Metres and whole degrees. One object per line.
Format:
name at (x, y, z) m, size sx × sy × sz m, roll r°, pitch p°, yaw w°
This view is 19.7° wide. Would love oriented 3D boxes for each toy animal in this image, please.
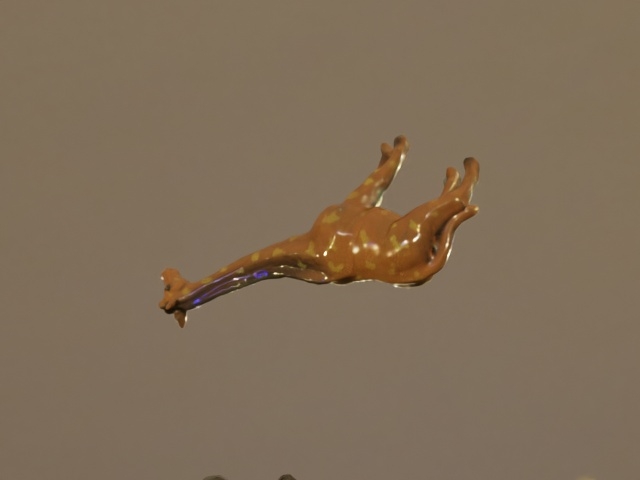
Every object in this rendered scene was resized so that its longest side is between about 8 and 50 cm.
toy animal at (0.000, 0.000, 1.509) m, size 0.224 × 0.229 × 0.066 m, roll 21°, pitch -26°, yaw 34°

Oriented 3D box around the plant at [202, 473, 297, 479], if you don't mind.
plant at (-0.003, 0.276, 1.115) m, size 0.188 × 0.276 × 0.199 m, roll -37°, pitch 8°, yaw 26°
